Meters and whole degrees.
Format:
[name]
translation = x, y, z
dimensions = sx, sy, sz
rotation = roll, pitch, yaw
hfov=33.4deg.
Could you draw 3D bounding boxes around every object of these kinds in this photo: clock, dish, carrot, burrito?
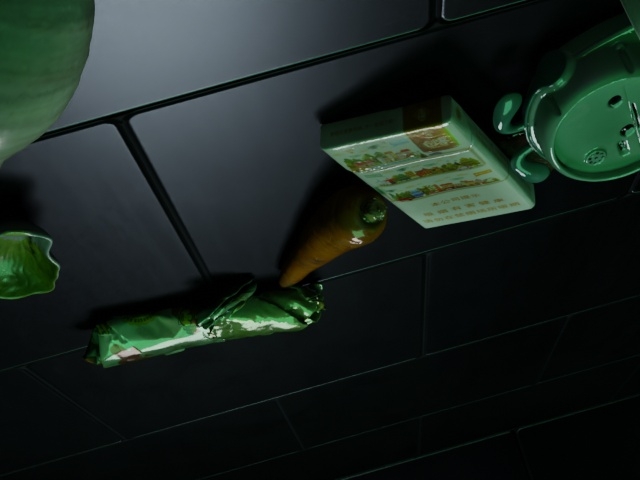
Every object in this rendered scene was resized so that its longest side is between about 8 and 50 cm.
[clock]
translation = 0.244, -0.110, 0.904
dimensions = 0.189, 0.060, 0.148
rotation = -24, 139, 13
[dish]
translation = -0.270, 0.008, 0.921
dimensions = 0.091, 0.039, 0.137
rotation = 0, 153, -24
[carrot]
translation = 0.000, 0.000, 1.092
dimensions = 0.061, 0.061, 0.257
rotation = -5, 166, -26
[burrito]
translation = -0.126, 0.087, 1.206
dimensions = 0.288, 0.054, 0.104
rotation = -9, 156, -15

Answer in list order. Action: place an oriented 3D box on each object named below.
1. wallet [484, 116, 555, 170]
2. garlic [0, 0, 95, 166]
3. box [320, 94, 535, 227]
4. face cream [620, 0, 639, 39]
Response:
[wallet]
translation = 0.273, -0.114, 1.012
dimensions = 0.243, 0.039, 0.133
rotation = -17, 164, 2
[garlic]
translation = -0.190, -0.114, 0.464
dimensions = 0.245, 0.245, 0.253
rotation = -25, -179, 22
[box]
translation = 0.104, -0.065, 0.964
dimensions = 0.122, 0.032, 0.220
rotation = -10, 158, 26
[face cream]
translation = 0.313, -0.205, 0.728
dimensions = 0.214, 0.095, 0.096
rotation = -26, 157, 23
